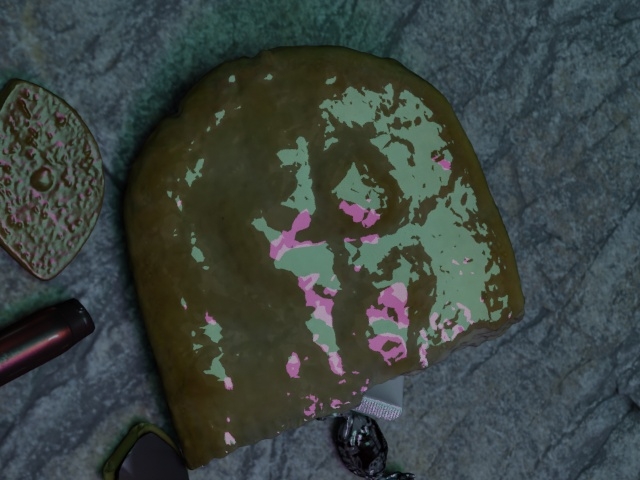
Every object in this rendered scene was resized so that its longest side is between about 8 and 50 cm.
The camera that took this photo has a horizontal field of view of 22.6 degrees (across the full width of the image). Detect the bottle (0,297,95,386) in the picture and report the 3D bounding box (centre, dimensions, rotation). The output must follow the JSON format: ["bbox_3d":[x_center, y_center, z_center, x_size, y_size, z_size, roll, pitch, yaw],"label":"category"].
[{"bbox_3d":[-0.320,0.115,1.720,0.164,0.060,0.060,-28,110,-26],"label":"bottle"}]

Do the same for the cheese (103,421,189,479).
[{"bbox_3d":[-0.172,0.283,1.845,0.162,0.036,0.086,44,71,-29],"label":"cheese"}]

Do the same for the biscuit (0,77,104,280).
[{"bbox_3d":[-0.300,-0.067,1.722,0.142,0.029,0.220,-16,104,-28],"label":"biscuit"}]

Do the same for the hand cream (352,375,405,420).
[{"bbox_3d":[0.055,0.024,1.912,0.186,0.118,0.358,16,92,-11],"label":"hand cream"}]

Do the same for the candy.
[{"bbox_3d":[0.053,0.267,1.975,0.094,0.051,0.226,-35,114,-20],"label":"candy"}]

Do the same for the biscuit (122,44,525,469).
[{"bbox_3d":[0.000,0.000,1.799,0.429,0.104,0.446,-15,101,-4],"label":"biscuit"}]
